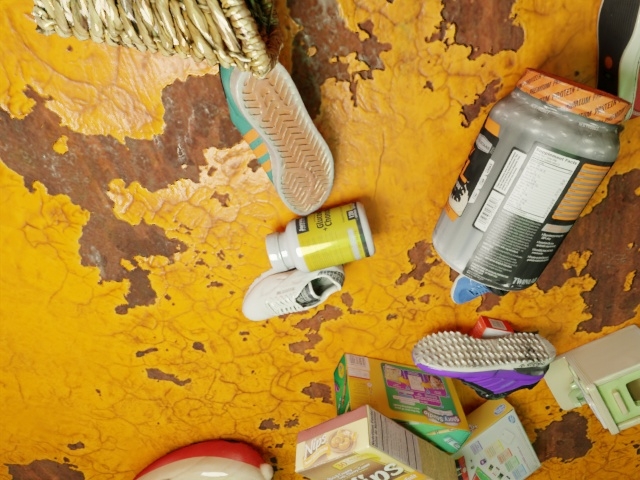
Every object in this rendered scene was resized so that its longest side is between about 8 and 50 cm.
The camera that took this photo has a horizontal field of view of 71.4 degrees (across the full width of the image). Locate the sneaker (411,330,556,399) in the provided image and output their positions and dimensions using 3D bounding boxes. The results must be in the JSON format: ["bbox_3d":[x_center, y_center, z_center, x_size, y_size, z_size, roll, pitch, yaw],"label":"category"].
[{"bbox_3d":[0.337,0.280,0.945,0.294,0.102,0.146,1,121,-2],"label":"sneaker"}]

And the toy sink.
[{"bbox_3d":[0.652,0.326,1.005,0.234,0.131,0.152,-29,104,15],"label":"toy sink"}]

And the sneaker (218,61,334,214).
[{"bbox_3d":[-0.066,-0.170,0.708,0.108,0.121,0.302,-33,139,-8],"label":"sneaker"}]

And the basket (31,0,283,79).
[{"bbox_3d":[-0.138,-0.326,0.482,0.223,0.299,0.213,9,119,-5],"label":"basket"}]

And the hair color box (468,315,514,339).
[{"bbox_3d":[0.368,0.241,1.008,0.072,0.043,0.141,13,119,-10],"label":"hair color box"}]

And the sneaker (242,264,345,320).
[{"bbox_3d":[-0.059,0.103,0.872,0.235,0.094,0.090,-30,120,17],"label":"sneaker"}]

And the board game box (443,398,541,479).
[{"bbox_3d":[0.382,0.572,1.128,0.317,0.064,0.242,-33,113,-6],"label":"board game box"}]

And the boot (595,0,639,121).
[{"bbox_3d":[0.515,-0.307,0.654,0.176,0.088,0.244,-17,129,7],"label":"boot"}]

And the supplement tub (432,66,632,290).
[{"bbox_3d":[0.324,-0.093,0.711,0.194,0.193,0.315,13,120,-11],"label":"supplement tub"}]

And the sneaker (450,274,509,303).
[{"bbox_3d":[0.326,0.089,0.887,0.058,0.084,0.152,32,115,-20],"label":"sneaker"}]

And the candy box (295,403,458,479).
[{"bbox_3d":[0.123,0.460,0.913,0.183,0.087,0.316,-34,123,27],"label":"candy box"}]

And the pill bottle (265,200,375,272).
[{"bbox_3d":[0.000,0.000,0.805,0.184,0.103,0.103,-15,121,6],"label":"pill bottle"}]

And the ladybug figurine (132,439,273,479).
[{"bbox_3d":[-0.316,0.646,1.155,0.450,0.161,0.305,-23,121,12],"label":"ladybug figurine"}]

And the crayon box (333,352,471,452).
[{"bbox_3d":[0.176,0.363,1.003,0.279,0.165,0.081,14,120,-11],"label":"crayon box"}]
